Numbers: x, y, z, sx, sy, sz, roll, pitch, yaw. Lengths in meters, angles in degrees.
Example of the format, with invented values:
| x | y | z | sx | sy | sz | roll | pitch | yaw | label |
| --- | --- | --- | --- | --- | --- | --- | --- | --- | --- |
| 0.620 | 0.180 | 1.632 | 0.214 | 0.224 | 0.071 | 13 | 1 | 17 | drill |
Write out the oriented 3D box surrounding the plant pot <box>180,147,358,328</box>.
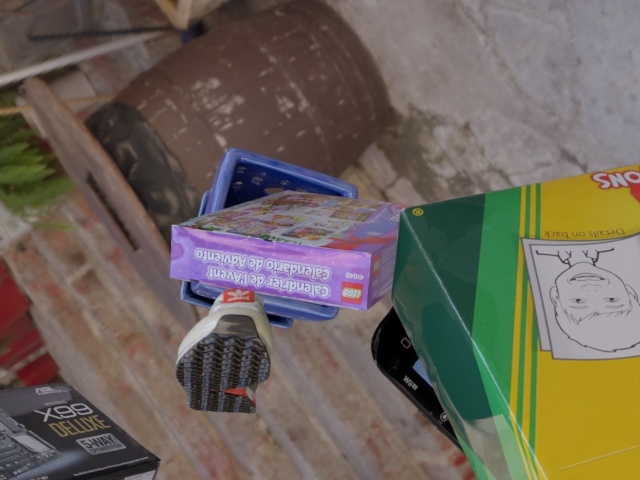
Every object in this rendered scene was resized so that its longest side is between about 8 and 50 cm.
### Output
| x | y | z | sx | sy | sz | roll | pitch | yaw | label |
| --- | --- | --- | --- | --- | --- | --- | --- | --- | --- |
| -0.096 | 0.014 | 1.450 | 0.236 | 0.236 | 0.212 | 16 | 159 | -18 | plant pot |

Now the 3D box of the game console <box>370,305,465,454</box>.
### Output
| x | y | z | sx | sy | sz | roll | pitch | yaw | label |
| --- | --- | --- | --- | --- | --- | --- | --- | --- | --- |
| 0.176 | 0.188 | 0.807 | 0.361 | 0.213 | 0.044 | 45 | 154 | -17 | game console |

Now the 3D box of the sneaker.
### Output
| x | y | z | sx | sy | sz | roll | pitch | yaw | label |
| --- | --- | --- | --- | --- | --- | --- | --- | --- | --- |
| -0.059 | 0.058 | 0.560 | 0.161 | 0.057 | 0.075 | 104 | 169 | -65 | sneaker |

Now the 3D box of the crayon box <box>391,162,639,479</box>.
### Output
| x | y | z | sx | sy | sz | roll | pitch | yaw | label |
| --- | --- | --- | --- | --- | --- | --- | --- | --- | --- |
| 0.269 | 0.082 | 0.563 | 0.313 | 0.362 | 0.106 | -114 | 18 | -44 | crayon box |

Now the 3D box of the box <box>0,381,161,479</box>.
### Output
| x | y | z | sx | sy | sz | roll | pitch | yaw | label |
| --- | --- | --- | --- | --- | --- | --- | --- | --- | --- |
| -0.417 | 0.301 | 1.229 | 0.242 | 0.077 | 0.307 | 29 | -165 | 33 | box |

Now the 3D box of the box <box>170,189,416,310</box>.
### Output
| x | y | z | sx | sy | sz | roll | pitch | yaw | label |
| --- | --- | --- | --- | --- | --- | --- | --- | --- | --- |
| 0.000 | 0.000 | 0.934 | 0.200 | 0.293 | 0.057 | 8 | 102 | 20 | box |
